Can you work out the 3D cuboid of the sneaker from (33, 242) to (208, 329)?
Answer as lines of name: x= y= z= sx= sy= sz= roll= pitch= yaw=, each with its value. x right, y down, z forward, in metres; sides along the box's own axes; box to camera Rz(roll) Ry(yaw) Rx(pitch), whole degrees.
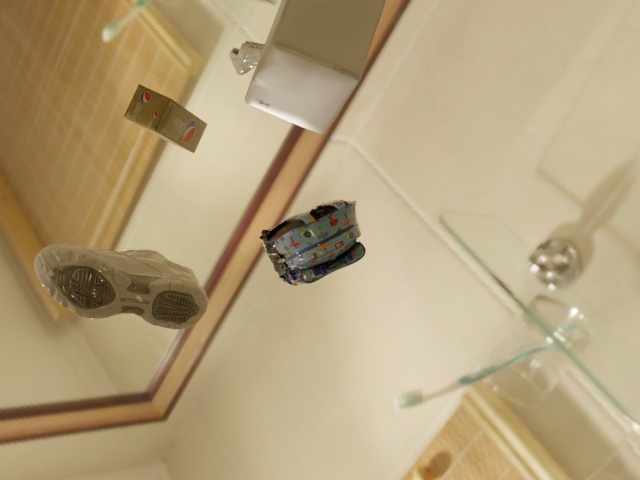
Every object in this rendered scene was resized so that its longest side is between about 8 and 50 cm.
sneaker: x=-0.270 y=0.050 z=1.240 sx=0.232 sy=0.090 sz=0.115 roll=19 pitch=-159 yaw=-20

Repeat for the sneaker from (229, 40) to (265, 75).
sneaker: x=-0.145 y=-0.411 z=2.015 sx=0.061 sy=0.152 sz=0.053 roll=58 pitch=-135 yaw=-23

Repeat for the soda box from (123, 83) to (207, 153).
soda box: x=-0.245 y=-0.192 z=1.467 sx=0.061 sy=0.058 sz=0.181 roll=25 pitch=180 yaw=12

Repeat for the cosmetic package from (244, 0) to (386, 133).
cosmetic package: x=0.027 y=-0.446 z=1.607 sx=0.161 sy=0.230 sz=0.453 roll=22 pitch=-111 yaw=-9

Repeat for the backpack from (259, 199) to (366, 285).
backpack: x=0.000 y=0.000 z=1.521 sx=0.158 sy=0.173 sz=0.117 roll=-25 pitch=-89 yaw=-21
